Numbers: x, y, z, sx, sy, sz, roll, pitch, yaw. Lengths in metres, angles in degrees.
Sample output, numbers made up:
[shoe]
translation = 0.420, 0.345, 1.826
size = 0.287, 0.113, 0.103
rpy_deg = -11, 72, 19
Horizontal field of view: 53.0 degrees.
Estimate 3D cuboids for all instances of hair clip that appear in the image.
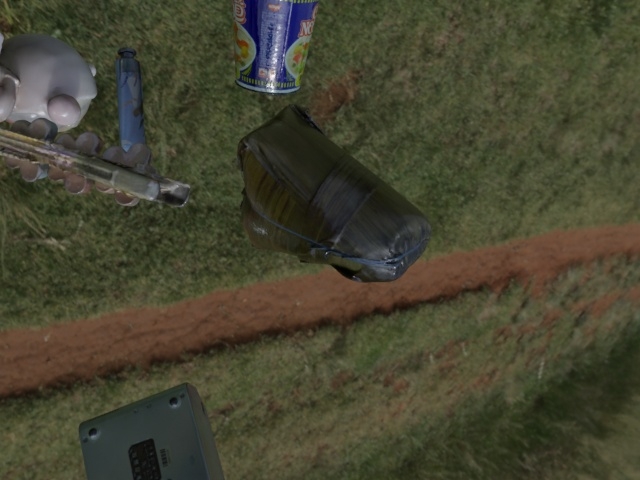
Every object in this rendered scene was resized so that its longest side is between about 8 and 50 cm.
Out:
[hair clip]
translation = -0.204, -0.067, 0.560
size = 0.056, 0.214, 0.062
rpy_deg = 14, 93, -66

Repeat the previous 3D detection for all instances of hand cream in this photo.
[hand cream]
translation = -0.452, -0.321, 1.526
size = 0.091, 0.058, 0.271
rpy_deg = 13, 71, -69

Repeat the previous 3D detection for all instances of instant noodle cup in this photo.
[instant noodle cup]
translation = -0.137, -0.588, 1.802
size = 0.284, 0.284, 0.312
rpy_deg = -14, 125, -34

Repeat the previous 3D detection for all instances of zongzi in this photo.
[zongzi]
translation = 0.000, 0.000, 0.726
size = 0.112, 0.221, 0.242
rpy_deg = -36, 156, -32

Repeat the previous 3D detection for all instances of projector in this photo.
[projector]
translation = -0.273, 0.388, 1.060
size = 0.198, 0.250, 0.108
rpy_deg = -20, 156, -1

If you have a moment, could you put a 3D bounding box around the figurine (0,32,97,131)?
[figurine]
translation = -0.379, -0.201, 0.782
size = 0.257, 0.182, 0.144
rpy_deg = -17, 100, -73
